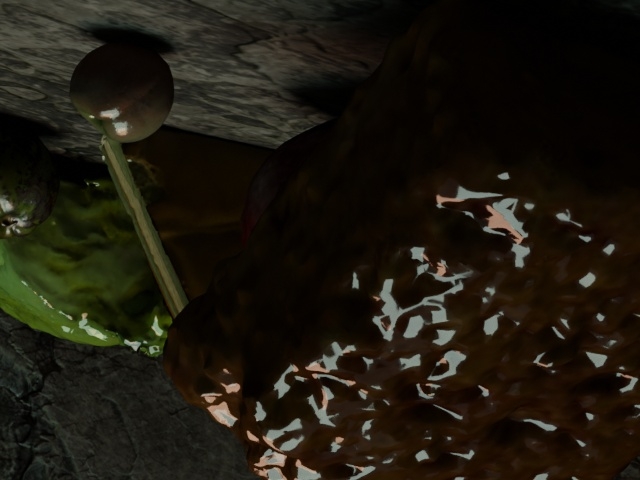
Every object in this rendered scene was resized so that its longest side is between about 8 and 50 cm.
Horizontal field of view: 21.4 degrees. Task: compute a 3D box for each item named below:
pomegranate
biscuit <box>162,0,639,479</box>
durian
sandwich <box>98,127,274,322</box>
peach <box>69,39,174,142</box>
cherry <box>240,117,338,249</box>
[{"bbox_3d":[-0.343,-0.060,1.773,0.138,0.126,0.163,-23,-173,-10],"label":"pomegranate"},{"bbox_3d":[0.123,0.039,1.172,0.342,0.166,0.395,11,136,-30],"label":"biscuit"},{"bbox_3d":[-0.306,0.002,1.973,0.256,0.204,0.339,36,166,-37],"label":"durian"},{"bbox_3d":[-0.085,-0.037,1.705,0.198,0.227,0.155,-24,177,-14],"label":"sandwich"},{"bbox_3d":[-0.154,-0.119,1.326,0.083,0.083,0.083,10,171,2],"label":"peach"},{"bbox_3d":[0.067,-0.007,1.396,0.300,0.203,0.230,-18,145,33],"label":"cherry"}]
